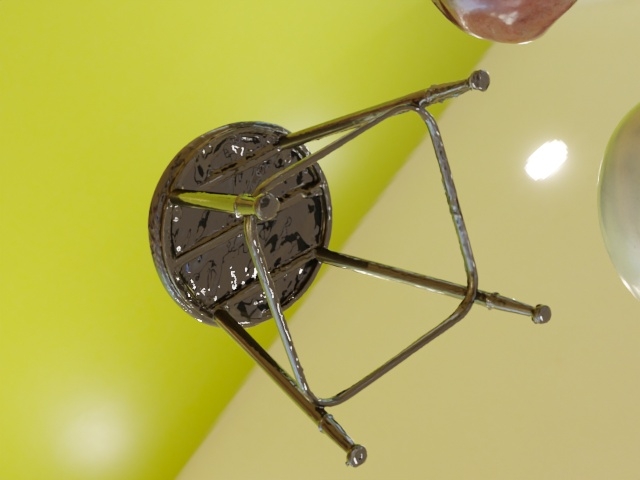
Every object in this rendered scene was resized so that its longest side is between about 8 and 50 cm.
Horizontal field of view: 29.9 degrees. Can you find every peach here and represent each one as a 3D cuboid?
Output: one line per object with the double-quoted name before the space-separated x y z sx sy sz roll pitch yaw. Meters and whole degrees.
"peach" 0.128 -0.224 0.933 0.152 0.152 0.152 -38 -155 21

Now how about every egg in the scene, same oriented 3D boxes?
"egg" 0.323 -0.035 1.072 0.151 0.151 0.209 -134 -134 -67

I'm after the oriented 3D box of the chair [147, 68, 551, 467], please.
"chair" 0.000 0.000 1.584 0.364 0.362 0.410 -32 -154 -28
